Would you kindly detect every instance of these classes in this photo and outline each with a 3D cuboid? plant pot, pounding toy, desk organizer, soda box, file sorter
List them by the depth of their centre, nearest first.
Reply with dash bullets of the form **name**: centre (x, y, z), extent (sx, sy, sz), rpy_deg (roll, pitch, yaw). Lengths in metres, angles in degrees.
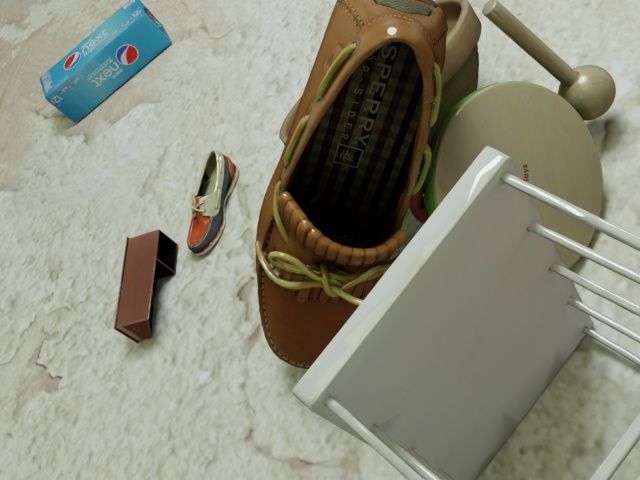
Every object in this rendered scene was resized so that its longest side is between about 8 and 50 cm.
- **file sorter**: centre (0.158, 0.113, 0.515), extent (0.173, 0.277, 0.193), rpy_deg (34, 83, 40)
- **pounding toy**: centre (0.165, -0.074, 0.724), extent (0.110, 0.183, 0.237), rpy_deg (-2, 68, 66)
- **plant pot**: centre (0.080, -0.140, 0.810), extent (0.237, 0.110, 0.237), rpy_deg (-33, 22, 15)
- **desk organizer**: centre (-0.213, 0.054, 0.948), extent (0.050, 0.047, 0.130), rpy_deg (-16, 55, 22)
- **soda box**: centre (-0.346, -0.289, 1.235), extent (0.210, 0.071, 0.067), rpy_deg (-37, 48, 8)

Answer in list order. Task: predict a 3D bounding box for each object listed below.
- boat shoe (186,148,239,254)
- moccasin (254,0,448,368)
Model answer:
- **boat shoe**: centre (-0.142, -0.048, 0.969), extent (0.049, 0.043, 0.137), rpy_deg (3, 65, 32)
- **moccasin**: centre (0.022, -0.022, 0.667), extent (0.147, 0.139, 0.380), rpy_deg (-82, 13, -53)
